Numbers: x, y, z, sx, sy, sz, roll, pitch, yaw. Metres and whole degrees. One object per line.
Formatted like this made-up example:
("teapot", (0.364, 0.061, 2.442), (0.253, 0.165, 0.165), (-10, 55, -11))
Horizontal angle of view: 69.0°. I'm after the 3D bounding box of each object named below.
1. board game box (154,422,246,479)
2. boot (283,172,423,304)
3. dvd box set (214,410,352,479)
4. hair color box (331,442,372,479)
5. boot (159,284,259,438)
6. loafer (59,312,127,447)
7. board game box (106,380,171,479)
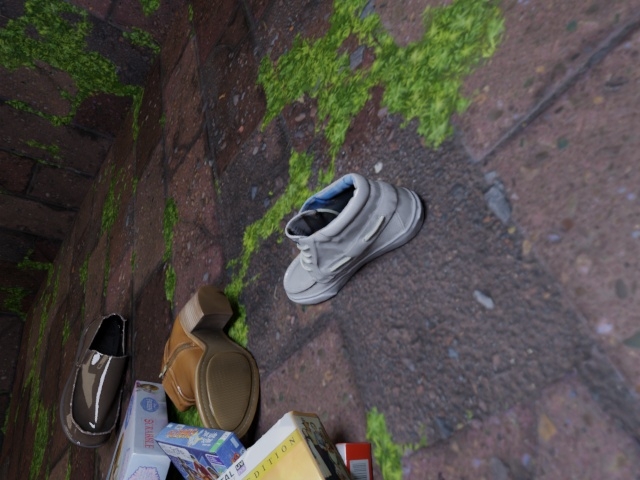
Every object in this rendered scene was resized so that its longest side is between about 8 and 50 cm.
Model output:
("board game box", (-0.150, 0.330, 0.667), (0.201, 0.136, 0.035), (-18, 18, 47))
("boot", (0.000, 0.000, 0.605), (0.258, 0.124, 0.095), (-40, 47, 36))
("dvd box set", (-0.024, 0.423, 0.415), (0.307, 0.062, 0.420), (-45, 49, 10))
("hair color box", (-0.001, 0.284, 0.558), (0.141, 0.043, 0.071), (-28, 55, 42))
("boot", (-0.213, 0.245, 0.802), (0.220, 0.109, 0.283), (-54, 48, 32))
("loafer", (-0.576, 0.340, 1.204), (0.130, 0.134, 0.365), (-45, 44, 32))
("board game box", (-0.358, 0.470, 0.862), (0.319, 0.066, 0.317), (10, 84, 69))
